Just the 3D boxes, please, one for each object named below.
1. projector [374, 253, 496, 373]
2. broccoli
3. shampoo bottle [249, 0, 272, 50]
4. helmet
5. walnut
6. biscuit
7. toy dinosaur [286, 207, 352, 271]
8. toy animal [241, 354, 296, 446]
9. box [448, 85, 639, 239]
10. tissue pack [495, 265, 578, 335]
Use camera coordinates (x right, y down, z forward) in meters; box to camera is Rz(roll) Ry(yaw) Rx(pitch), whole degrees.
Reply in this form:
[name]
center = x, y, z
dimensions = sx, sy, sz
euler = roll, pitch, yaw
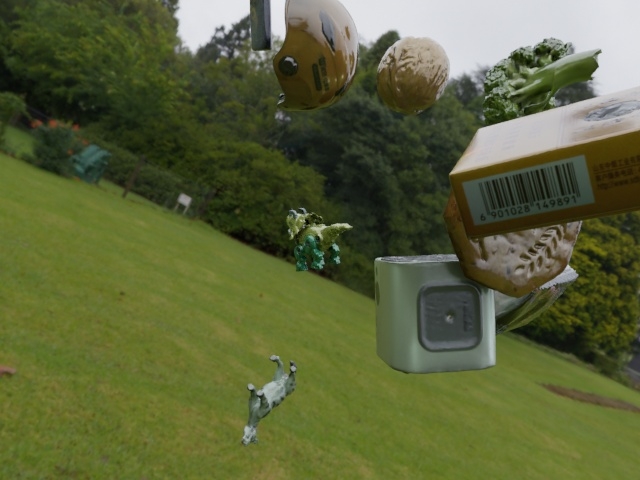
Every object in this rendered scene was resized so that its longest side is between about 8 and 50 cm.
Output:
[projector]
center = 0.265, 0.161, 1.380
dimensions = 0.248, 0.249, 0.248
euler = -2, 2, -8
[broccoli]
center = 0.572, -0.403, 1.493
dimensions = 0.302, 0.254, 0.186
euler = -13, -53, 31
[shampoo bottle]
center = -0.163, -0.640, 1.580
dimensions = 0.049, 0.234, 0.087
euler = -8, 17, -29
[helmet]
center = 0.002, -0.329, 1.019
dimensions = 0.129, 0.198, 0.224
euler = 11, -44, 5
[walnut]
center = 0.249, -0.443, 1.572
dimensions = 0.213, 0.213, 0.213
euler = 29, -2, 1
[biscuit]
center = 0.421, -0.054, 1.243
dimensions = 0.359, 0.359, 0.046
euler = 30, -10, -20
[toy dinosaur]
center = 0.000, 0.000, 1.402
dimensions = 0.094, 0.153, 0.259
euler = -18, 14, -34
[toy animal]
center = -0.154, 0.431, 1.588
dimensions = 0.089, 0.255, 0.170
euler = 34, -15, 27
[box]
center = 0.421, -0.133, 0.834
dimensions = 0.415, 0.116, 0.264
euler = -12, 18, 30
[tissue pack]
center = 0.535, 0.154, 1.581
dimensions = 0.332, 0.245, 0.123
euler = -7, 52, -47
